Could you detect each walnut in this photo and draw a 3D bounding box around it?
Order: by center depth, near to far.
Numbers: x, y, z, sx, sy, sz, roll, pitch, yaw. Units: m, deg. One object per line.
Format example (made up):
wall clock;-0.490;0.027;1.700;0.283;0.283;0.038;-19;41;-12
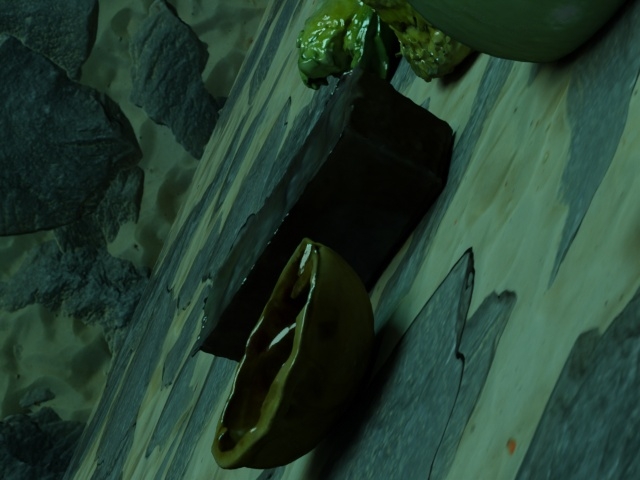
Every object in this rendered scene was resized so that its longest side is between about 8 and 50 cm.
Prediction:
walnut;-0.009;0.100;1.410;0.167;0.087;0.211;-95;29;-59

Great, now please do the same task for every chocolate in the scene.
chocolate;0.000;0.000;1.556;0.321;0.112;0.112;-55;15;40

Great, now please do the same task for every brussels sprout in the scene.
brussels sprout;0.040;-0.232;1.969;0.139;0.100;0.181;-48;16;29

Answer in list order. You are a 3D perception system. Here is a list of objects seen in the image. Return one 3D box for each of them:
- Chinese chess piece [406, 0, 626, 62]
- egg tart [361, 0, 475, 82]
Chinese chess piece;0.174;-0.301;1.259;0.349;0.146;0.349;-61;11;20
egg tart;0.096;-0.294;1.603;0.294;0.123;0.294;-169;90;-77
